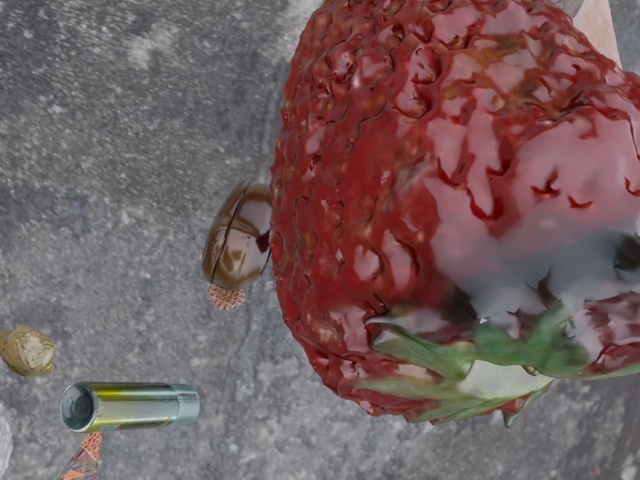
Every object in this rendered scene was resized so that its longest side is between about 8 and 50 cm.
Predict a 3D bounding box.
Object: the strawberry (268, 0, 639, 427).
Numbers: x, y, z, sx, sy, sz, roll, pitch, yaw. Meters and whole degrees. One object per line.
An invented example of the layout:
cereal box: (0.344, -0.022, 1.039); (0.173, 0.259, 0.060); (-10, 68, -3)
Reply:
strawberry: (0.107, -0.031, 0.550); (0.292, 0.292, 0.310); (48, 37, -42)

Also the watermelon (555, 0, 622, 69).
watermelon: (0.344, -0.188, 1.148); (0.283, 0.250, 0.292); (-1, 158, -6)

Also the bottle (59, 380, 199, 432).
bottle: (-0.318, 0.286, 1.358); (0.082, 0.082, 0.286); (-62, 152, 3)

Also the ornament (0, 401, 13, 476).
ornament: (-0.705, 0.375, 1.476); (0.225, 0.259, 0.259); (-42, 132, -33)

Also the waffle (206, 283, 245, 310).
waffle: (-0.206, 0.115, 1.714); (0.075, 0.029, 0.083); (-27, 81, -21)

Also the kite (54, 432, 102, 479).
kite: (-0.487, 0.474, 1.569); (0.125, 0.008, 0.222); (0, 92, -55)

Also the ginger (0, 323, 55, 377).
ginger: (-0.475, 0.177, 1.233); (0.096, 0.165, 0.067); (60, 38, -35)

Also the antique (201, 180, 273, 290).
antique: (-0.158, -0.010, 1.616); (0.129, 0.278, 0.223); (19, 102, -2)
